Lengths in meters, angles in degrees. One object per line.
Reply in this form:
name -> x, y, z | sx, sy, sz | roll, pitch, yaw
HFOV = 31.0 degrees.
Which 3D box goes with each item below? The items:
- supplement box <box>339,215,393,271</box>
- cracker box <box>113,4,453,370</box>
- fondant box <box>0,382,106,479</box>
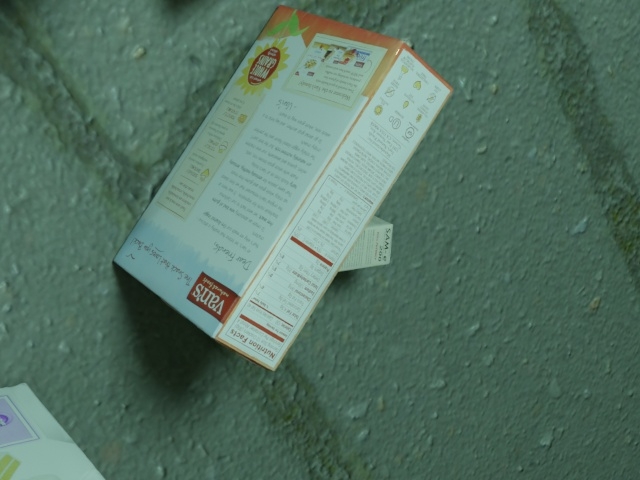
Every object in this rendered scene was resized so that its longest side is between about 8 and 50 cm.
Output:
supplement box -> 0.000, 0.000, 0.918 | 0.098, 0.062, 0.036 | -7, 111, -33
cracker box -> -0.031, -0.044, 0.819 | 0.067, 0.155, 0.232 | 36, 86, -40
fondant box -> -0.197, 0.298, 0.782 | 0.096, 0.238, 0.330 | -8, 113, -32
